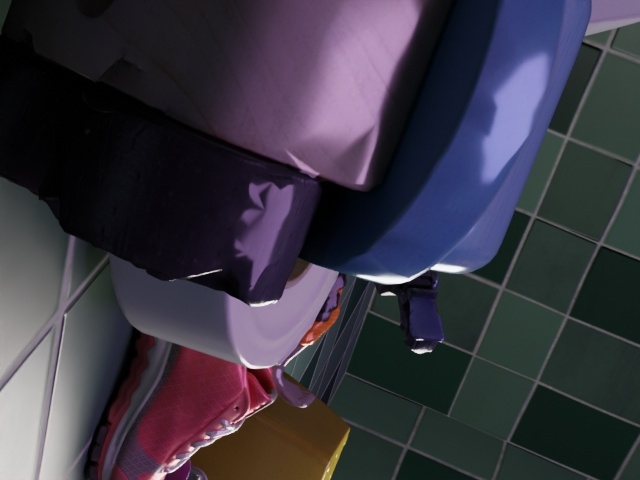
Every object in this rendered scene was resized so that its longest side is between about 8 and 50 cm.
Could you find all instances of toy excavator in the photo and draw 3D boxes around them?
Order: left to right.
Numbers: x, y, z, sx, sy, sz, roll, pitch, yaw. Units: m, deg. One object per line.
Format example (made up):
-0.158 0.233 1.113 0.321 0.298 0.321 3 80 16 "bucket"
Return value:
0.031 -0.086 0.737 0.433 0.445 0.222 28 -83 55 "toy excavator"

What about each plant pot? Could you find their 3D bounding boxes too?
-0.082 0.275 1.677 0.212 0.187 0.212 -39 151 -77 "plant pot"

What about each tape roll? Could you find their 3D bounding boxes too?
-0.050 -0.046 1.048 0.286 0.100 0.286 16 90 -73 "tape roll"

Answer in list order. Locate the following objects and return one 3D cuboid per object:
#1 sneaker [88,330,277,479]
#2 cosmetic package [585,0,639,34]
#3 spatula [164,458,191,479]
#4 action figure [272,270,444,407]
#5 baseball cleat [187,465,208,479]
-0.115 0.147 1.238 0.116 0.136 0.314 -49 160 -66 "sneaker"
0.135 -0.228 1.173 0.224 0.224 0.138 -18 97 -46 "cosmetic package"
-0.227 0.332 1.324 0.296 0.084 0.030 -58 143 -19 "spatula"
0.000 0.000 1.269 0.341 0.178 0.330 -101 -148 -53 "action figure"
-0.197 0.355 1.570 0.206 0.072 0.109 -55 169 -13 "baseball cleat"
